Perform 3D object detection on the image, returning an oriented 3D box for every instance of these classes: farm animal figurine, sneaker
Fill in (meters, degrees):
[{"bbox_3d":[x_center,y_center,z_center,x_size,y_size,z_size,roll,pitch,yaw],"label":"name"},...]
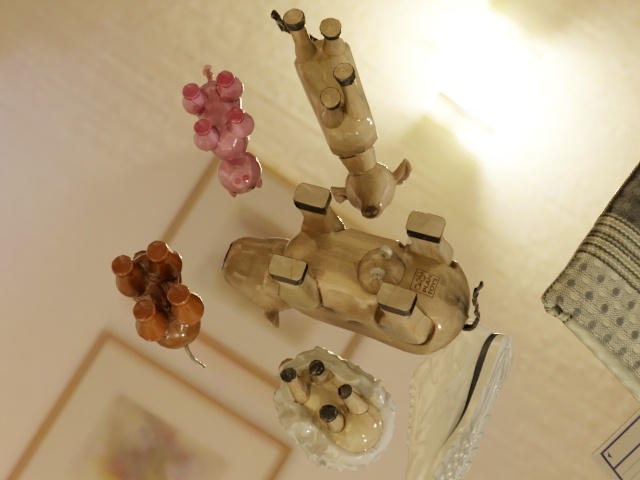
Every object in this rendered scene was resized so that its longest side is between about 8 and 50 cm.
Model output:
[{"bbox_3d":[0.000,0.000,1.580,0.330,0.327,0.172,-52,158,-13],"label":"farm animal figurine"},{"bbox_3d":[0.139,0.202,2.118,0.235,0.095,0.090,-64,158,-13],"label":"sneaker"}]

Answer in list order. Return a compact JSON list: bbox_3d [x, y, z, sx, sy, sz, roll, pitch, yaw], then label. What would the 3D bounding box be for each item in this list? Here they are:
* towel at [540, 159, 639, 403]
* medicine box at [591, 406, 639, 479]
[{"bbox_3d":[0.379,0.041,1.545,0.312,0.324,0.056,-52,-169,-18],"label":"towel"},{"bbox_3d":[0.488,0.250,1.944,0.263,0.289,0.149,-47,151,17],"label":"medicine box"}]
